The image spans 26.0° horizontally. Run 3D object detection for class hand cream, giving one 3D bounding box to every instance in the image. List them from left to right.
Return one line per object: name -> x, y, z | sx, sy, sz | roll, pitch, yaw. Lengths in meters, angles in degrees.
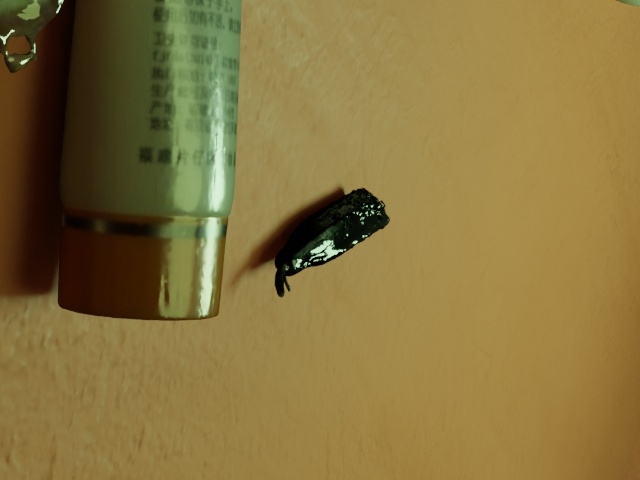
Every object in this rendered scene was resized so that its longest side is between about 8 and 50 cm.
hand cream -> -0.082, -0.117, 0.709 | 0.140, 0.089, 0.314 | 4, 94, -67

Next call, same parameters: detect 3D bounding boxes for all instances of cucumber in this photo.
cucumber -> 0.000, 0.000, 1.014 | 0.039, 0.043, 0.163 | -41, 173, 34

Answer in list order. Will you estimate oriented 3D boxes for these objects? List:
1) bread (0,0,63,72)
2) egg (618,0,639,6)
bread -> -0.160, -0.174, 0.457 | 0.190, 0.123, 0.244 | -47, 142, -46
egg -> 0.340, -0.367, 1.400 | 0.183, 0.183, 0.264 | 28, 72, -66
